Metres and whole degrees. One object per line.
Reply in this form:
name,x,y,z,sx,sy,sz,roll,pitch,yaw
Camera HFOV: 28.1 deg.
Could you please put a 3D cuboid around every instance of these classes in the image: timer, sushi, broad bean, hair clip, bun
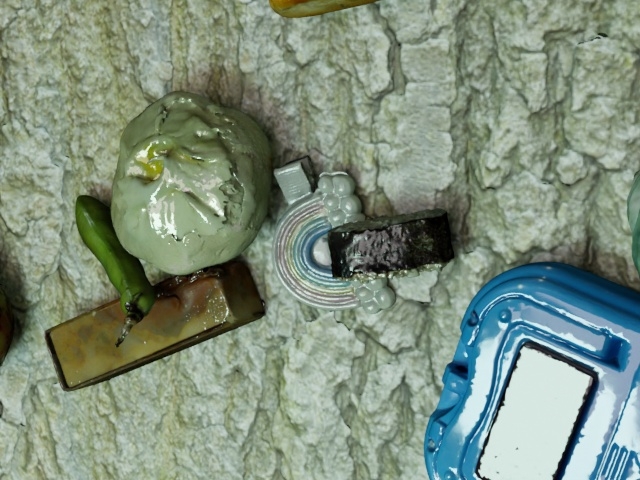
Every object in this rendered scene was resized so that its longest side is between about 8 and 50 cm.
timer,0.280,0.211,1.463,0.309,0.115,0.340,24,107,27
sushi,0.085,0.009,1.544,0.150,0.090,0.078,-8,97,2
broad bean,-0.268,0.028,1.690,0.067,0.075,0.325,-60,37,18
hair clip,0.000,0.000,1.628,0.140,0.054,0.220,-19,90,15
bun,-0.175,-0.074,1.632,0.239,0.141,0.239,-9,72,28

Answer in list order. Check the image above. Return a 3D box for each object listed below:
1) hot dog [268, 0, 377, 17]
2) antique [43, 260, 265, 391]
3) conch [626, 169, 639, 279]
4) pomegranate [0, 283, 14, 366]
hot dog,0.069,-0.367,1.514,0.349,0.117,0.158,-8,111,30
antique,-0.227,0.114,1.734,0.310,0.087,0.093,-23,83,28
conch,0.429,-0.005,1.339,0.277,0.195,0.220,36,100,45
pomegranate,-0.544,0.147,1.843,0.198,0.198,0.246,24,106,24
